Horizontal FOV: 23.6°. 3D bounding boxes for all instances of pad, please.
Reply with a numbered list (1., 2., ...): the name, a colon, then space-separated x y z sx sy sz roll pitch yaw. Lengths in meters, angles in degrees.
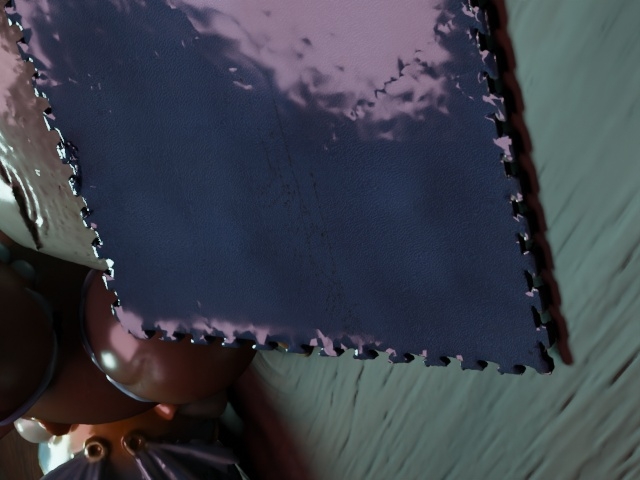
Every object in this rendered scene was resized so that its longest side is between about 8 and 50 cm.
1. pad: -0.028 -0.052 0.735 0.269 0.012 0.269 5 125 29

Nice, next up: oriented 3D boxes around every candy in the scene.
1. candy: -0.157 -0.112 0.925 0.295 0.185 0.295 47 165 17

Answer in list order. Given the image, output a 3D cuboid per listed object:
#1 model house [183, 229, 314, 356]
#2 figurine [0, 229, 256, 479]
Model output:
1. model house: 0.000 0.000 0.842 0.101 0.087 0.100 -9 135 37
2. figurine: -0.177 0.123 1.194 0.248 0.277 0.388 -103 6 -49
